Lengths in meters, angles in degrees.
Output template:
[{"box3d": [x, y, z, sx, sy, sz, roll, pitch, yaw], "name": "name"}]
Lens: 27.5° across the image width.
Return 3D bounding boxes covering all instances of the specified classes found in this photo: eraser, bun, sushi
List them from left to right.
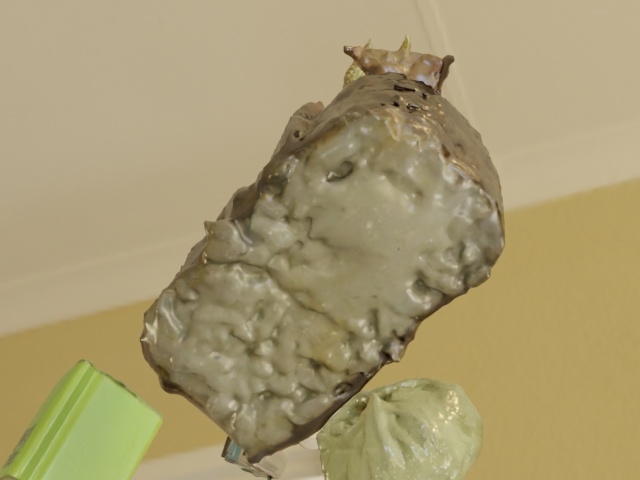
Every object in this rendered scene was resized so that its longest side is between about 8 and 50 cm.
[{"box3d": [-0.433, 0.378, 2.370, 0.210, 0.274, 0.092, 40, -40, -18], "name": "eraser"}, {"box3d": [0.000, 0.000, 1.025, 0.196, 0.182, 0.343, 37, -72, -21], "name": "sushi"}, {"box3d": [0.070, 0.225, 1.431, 0.126, 0.204, 0.212, 51, -23, -12], "name": "bun"}]

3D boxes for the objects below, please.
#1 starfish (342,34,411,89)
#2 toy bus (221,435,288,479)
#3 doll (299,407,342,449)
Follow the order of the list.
[{"box3d": [0.039, -0.123, 1.872, 0.078, 0.358, 0.347, 7, -27, -16], "name": "starfish"}, {"box3d": [-0.102, 0.355, 2.161, 0.074, 0.060, 0.123, 8, -21, 31], "name": "toy bus"}, {"box3d": [-0.032, 0.151, 1.871, 0.099, 0.188, 0.384, -26, -51, -21], "name": "doll"}]
